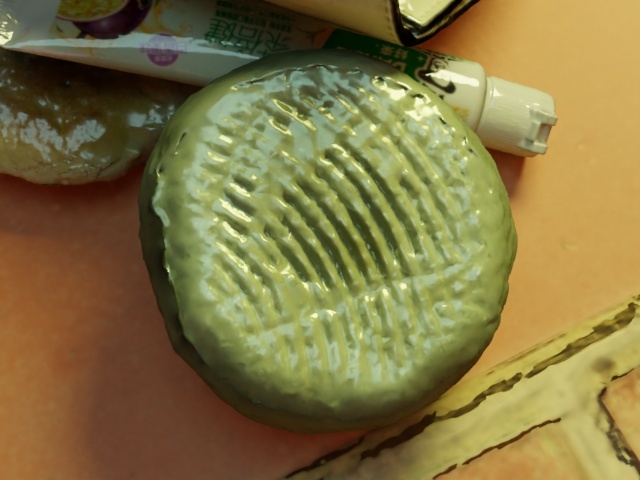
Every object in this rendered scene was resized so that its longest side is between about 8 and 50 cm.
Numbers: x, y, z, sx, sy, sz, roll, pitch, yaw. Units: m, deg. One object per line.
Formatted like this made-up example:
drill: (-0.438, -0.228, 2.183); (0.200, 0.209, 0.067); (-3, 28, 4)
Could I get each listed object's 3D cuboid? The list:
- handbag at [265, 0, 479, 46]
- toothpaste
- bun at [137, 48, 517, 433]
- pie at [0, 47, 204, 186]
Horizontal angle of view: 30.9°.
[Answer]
handbag: (-0.064, -0.246, 0.635); (0.358, 0.160, 0.237); (22, 46, 19)
toothpaste: (-0.022, -0.103, 0.648); (0.314, 0.058, 0.056); (14, 112, -10)
bun: (0.000, 0.000, 0.598); (0.195, 0.118, 0.196); (0, 88, -5)
pie: (-0.149, -0.115, 0.686); (0.218, 0.052, 0.185); (-1, 70, -3)
